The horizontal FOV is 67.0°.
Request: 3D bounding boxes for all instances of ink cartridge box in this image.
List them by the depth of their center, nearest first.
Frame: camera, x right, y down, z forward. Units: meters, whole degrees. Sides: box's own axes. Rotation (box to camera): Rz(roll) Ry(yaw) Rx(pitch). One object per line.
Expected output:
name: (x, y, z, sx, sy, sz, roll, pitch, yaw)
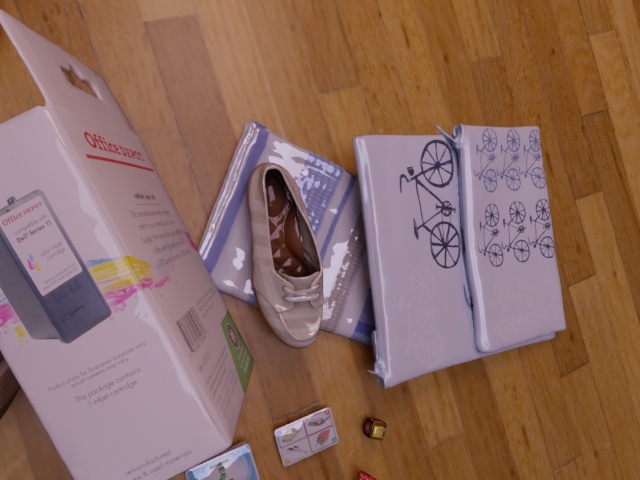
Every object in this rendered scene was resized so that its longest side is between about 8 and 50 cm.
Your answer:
ink cartridge box: (-0.197, 0.014, 0.434, 0.119, 0.207, 0.353, -26, 95, -1)

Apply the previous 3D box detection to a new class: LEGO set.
LEGO set: (-0.014, 0.308, 0.571, 0.244, 0.060, 0.182, -17, 96, -20)

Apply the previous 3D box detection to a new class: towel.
towel: (0.000, 0.000, 0.606, 0.285, 0.034, 0.209, 24, 80, -17)

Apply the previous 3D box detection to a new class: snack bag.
snack bag: (0.198, 0.002, 0.649, 0.342, 0.037, 0.323, -6, 90, -29)

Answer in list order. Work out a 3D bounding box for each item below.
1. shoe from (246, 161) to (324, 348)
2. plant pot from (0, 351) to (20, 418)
shoe: (-0.040, 0.019, 0.542, 0.076, 0.058, 0.219, -14, 95, -20)
plant pot: (-0.354, 0.123, 0.405, 0.237, 0.237, 0.110, -15, 133, -20)
